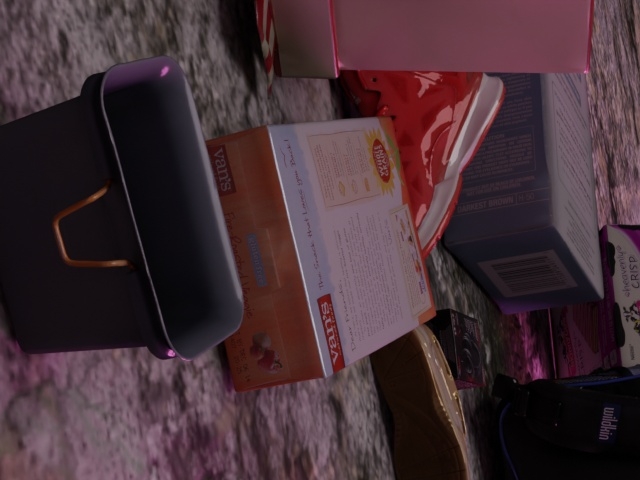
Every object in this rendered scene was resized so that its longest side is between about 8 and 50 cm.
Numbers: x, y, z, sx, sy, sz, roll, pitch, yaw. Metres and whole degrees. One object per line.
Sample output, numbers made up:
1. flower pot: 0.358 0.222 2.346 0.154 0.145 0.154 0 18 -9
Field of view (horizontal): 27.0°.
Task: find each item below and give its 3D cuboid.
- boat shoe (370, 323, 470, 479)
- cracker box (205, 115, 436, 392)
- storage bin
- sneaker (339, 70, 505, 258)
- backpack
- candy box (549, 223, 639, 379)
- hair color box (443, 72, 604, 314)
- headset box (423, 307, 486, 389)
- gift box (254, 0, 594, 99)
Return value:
1. boat shoe: 0.089 0.142 1.042 0.059 0.063 0.170 -17 94 -61
2. cracker box: 0.000 0.000 0.894 0.232 0.067 0.155 -16 94 -68
3. storage bin: -0.106 -0.007 0.616 0.098 0.091 0.135 -32 109 -66
4. sneaker: 0.050 -0.070 1.064 0.128 0.087 0.221 32 61 -9
5. backpack: 0.311 0.238 1.264 0.213 0.263 0.276 9 71 -83
6. candy box: 0.316 0.095 1.454 0.233 0.071 0.159 103 -14 -68
7. hair color box: 0.204 -0.134 1.377 0.185 0.114 0.374 45 41 -54
8. headset box: 0.118 0.097 1.170 0.083 0.032 0.062 24 58 -61
9. gift box: 0.063 -0.246 0.929 0.255 0.258 0.276 -78 168 -47
